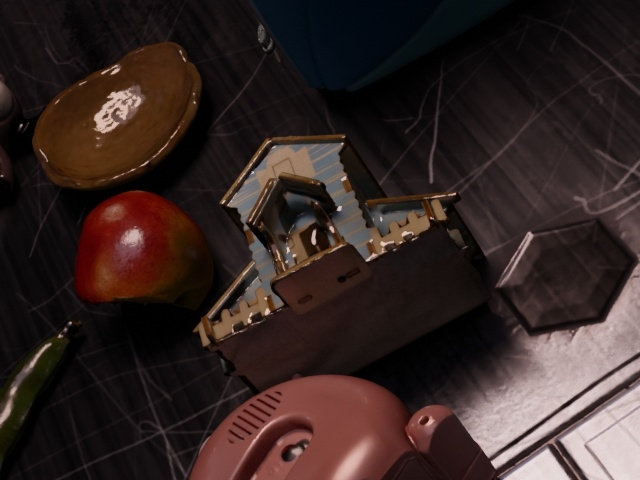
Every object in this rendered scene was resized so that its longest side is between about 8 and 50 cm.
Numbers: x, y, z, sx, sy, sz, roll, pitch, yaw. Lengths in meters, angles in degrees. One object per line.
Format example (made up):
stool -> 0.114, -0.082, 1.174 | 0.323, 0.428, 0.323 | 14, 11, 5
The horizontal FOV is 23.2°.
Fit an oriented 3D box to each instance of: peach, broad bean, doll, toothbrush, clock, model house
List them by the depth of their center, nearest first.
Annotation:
clock -> -0.015, 0.209, 1.293 | 0.241, 0.142, 0.227 | 18, 65, 44
model house -> 0.000, 0.000, 1.435 | 0.271, 0.178, 0.206 | -30, 43, 11
broad bean -> -0.326, 0.200, 1.556 | 0.060, 0.043, 0.297 | 11, 59, 26
peach -> -0.176, 0.011, 1.582 | 0.151, 0.151, 0.118 | 4, 101, 34
doll -> -0.432, -0.103, 1.814 | 0.182, 0.117, 0.257 | 19, 63, 8
toothbrush -> -0.068, -0.299, 1.829 | 0.016, 0.019, 0.219 | -23, 46, 21

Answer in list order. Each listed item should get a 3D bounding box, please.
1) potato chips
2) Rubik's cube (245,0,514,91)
potato chips -> -0.218, -0.130, 1.750 | 0.195, 0.062, 0.208 | 5, 56, 28
Rubik's cube -> 0.036, -0.414, 1.625 | 0.352, 0.351, 0.347 | -30, 44, 10
